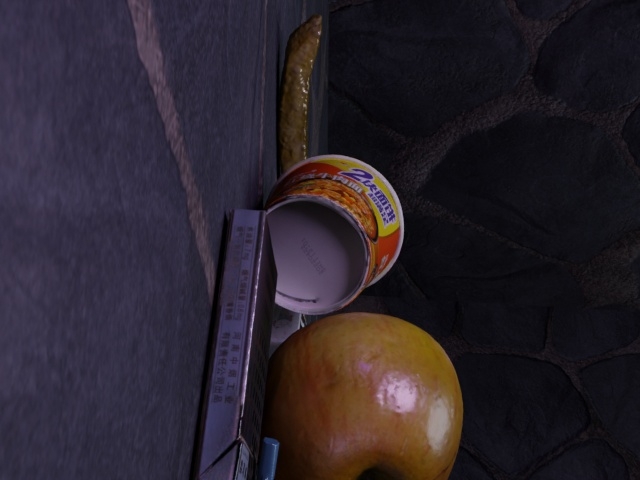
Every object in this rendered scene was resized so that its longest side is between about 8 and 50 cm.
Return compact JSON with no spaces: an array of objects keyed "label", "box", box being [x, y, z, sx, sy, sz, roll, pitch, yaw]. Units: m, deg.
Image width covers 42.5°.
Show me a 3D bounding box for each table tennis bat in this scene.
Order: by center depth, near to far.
[{"label":"table tennis bat","box":[-0.065,0.289,0.876,0.100,0.019,0.155,-10,110,-85]}]

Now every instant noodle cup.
[{"label":"instant noodle cup","box":[0.000,0.000,1.116,0.174,0.213,0.213,-51,145,-70]}]

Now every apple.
[{"label":"apple","box":[0.049,0.234,1.050,0.233,0.286,0.286,-95,-176,-50]}]

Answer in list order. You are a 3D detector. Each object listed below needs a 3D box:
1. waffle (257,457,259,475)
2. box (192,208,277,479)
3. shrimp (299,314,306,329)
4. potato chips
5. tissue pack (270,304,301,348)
[{"label":"waffle","box":[-0.098,0.265,1.050,0.191,0.032,0.125,-87,175,-56]},{"label":"box","box":[-0.088,0.149,0.886,0.180,0.047,0.325,88,6,-65]},{"label":"shrimp","box":[-0.058,0.137,1.519,0.143,0.052,0.251,-21,107,-75]},{"label":"potato chips","box":[-0.033,-0.164,1.358,0.057,0.080,0.407,-113,-161,-57]},{"label":"tissue pack","box":[-0.060,0.130,1.333,0.108,0.056,0.023,-85,175,-47]}]
